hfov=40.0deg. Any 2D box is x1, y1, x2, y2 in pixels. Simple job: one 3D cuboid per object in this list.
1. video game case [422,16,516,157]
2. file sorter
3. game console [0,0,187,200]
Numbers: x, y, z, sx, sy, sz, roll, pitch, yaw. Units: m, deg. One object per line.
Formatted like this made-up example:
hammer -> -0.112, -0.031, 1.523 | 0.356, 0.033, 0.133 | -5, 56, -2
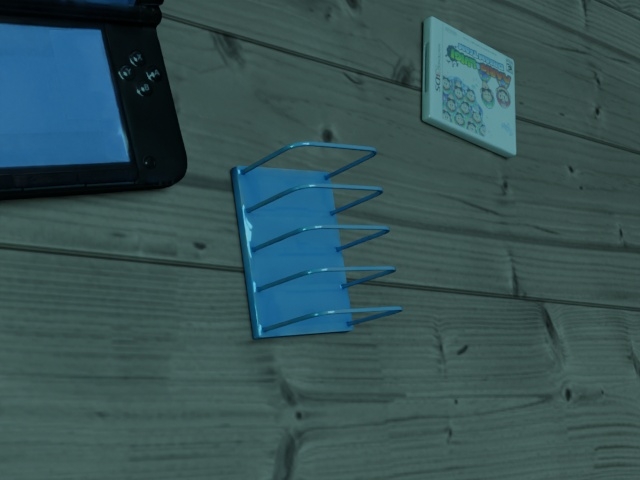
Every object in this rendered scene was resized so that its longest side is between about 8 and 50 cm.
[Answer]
video game case -> 0.191, -0.193, 1.120 | 0.157, 0.019, 0.143 | 17, 66, -34
file sorter -> 0.000, 0.000, 0.848 | 0.118, 0.104, 0.170 | 0, 76, -38
game console -> -0.212, -0.174, 0.679 | 0.293, 0.173, 0.250 | -8, 81, -43
